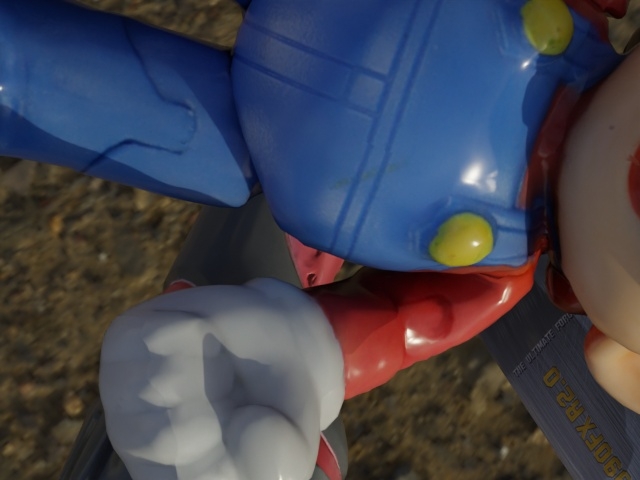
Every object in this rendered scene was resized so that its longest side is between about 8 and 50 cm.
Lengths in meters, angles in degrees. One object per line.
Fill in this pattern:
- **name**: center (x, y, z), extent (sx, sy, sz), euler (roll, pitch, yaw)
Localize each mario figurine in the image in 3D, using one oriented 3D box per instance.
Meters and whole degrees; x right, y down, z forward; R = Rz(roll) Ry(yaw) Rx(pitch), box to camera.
- **mario figurine**: center (0.046, -0.035, 0.383), extent (0.320, 0.170, 0.198), euler (17, 133, -3)

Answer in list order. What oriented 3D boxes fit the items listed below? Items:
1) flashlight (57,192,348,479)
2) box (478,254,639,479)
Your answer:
- **flashlight**: center (0.000, 0.000, 0.631), extent (0.103, 0.304, 0.103), euler (1, 140, 34)
- **box**: center (0.190, 0.056, 0.598), extent (0.183, 0.231, 0.056), euler (56, 138, 24)
